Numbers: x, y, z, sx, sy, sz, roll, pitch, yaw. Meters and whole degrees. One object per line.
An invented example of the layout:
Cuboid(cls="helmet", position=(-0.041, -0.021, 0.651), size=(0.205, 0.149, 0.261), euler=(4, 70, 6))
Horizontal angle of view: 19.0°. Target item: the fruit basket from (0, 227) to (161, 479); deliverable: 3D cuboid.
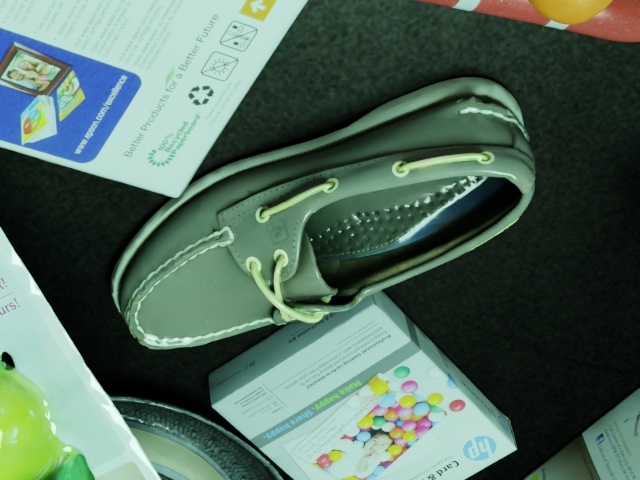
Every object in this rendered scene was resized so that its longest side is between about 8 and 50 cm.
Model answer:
Cuboid(cls="fruit basket", position=(-0.288, 0.130, 1.179), size=(0.327, 0.165, 0.353), euler=(-24, 113, 18))

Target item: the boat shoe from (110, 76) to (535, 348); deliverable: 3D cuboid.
Cuboid(cls="boat shoe", position=(-0.002, -0.003, 1.248), size=(0.305, 0.091, 0.109), euler=(-26, 127, 11))

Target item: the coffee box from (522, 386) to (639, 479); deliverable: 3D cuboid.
Cuboid(cls="coffee box", position=(0.274, 0.209, 1.436), size=(0.168, 0.119, 0.297), euler=(34, 116, -28))

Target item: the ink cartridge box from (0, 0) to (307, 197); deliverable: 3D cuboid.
Cuboid(cls="ink cartridge box", position=(-0.202, -0.147, 1.090), size=(0.371, 0.069, 0.176), euler=(15, 125, -33))

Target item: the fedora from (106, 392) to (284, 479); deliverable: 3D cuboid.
Cuboid(cls="fedora", position=(-0.157, 0.272, 1.391), size=(0.334, 0.152, 0.334), euler=(-2, 129, -3))

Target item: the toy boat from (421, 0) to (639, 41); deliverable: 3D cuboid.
Cuboid(cls="toy boat", position=(0.138, -0.176, 1.097), size=(0.231, 0.151, 0.151), euler=(9, 126, -15))

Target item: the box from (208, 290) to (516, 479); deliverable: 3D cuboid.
Cuboid(cls="box", position=(0.032, 0.125, 1.388), size=(0.145, 0.038, 0.186), euler=(-32, 126, 17))
